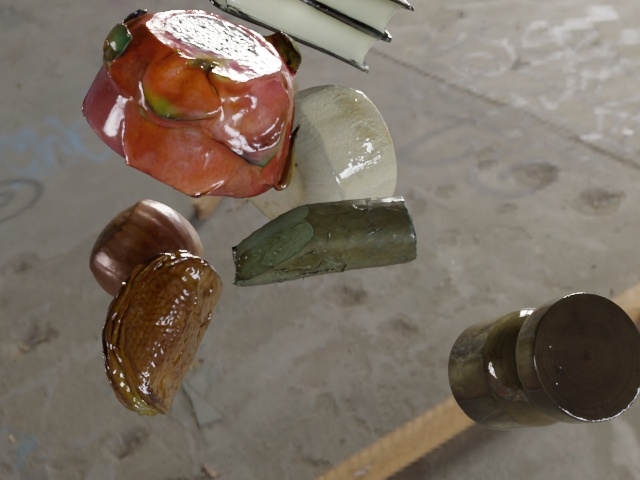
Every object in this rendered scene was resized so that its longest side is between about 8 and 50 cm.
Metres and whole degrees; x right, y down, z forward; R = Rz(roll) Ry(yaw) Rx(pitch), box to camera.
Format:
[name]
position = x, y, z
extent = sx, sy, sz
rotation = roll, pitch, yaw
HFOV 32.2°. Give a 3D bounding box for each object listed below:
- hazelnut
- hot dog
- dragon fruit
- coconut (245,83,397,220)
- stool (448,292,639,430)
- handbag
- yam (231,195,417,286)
[hazelnut]
position = -0.325, 0.029, 2.108
extent = 0.214, 0.176, 0.214
rotation = -3, 59, 5
[hot dog]
position = -0.261, 0.152, 1.788
extent = 0.122, 0.196, 0.272
rotation = 9, 63, 26
[dragon fruit]
position = -0.153, -0.190, 1.399
extent = 0.291, 0.189, 0.290
rotation = 19, 23, -8
[coconut]
position = 0.004, -0.139, 1.830
extent = 0.247, 0.245, 0.245
rotation = -24, 36, -38
[stool]
position = 0.321, 0.183, 1.615
extent = 0.179, 0.179, 0.264
rotation = -29, 0, -23
[handbag]
position = -0.055, -0.424, 1.779
extent = 0.358, 0.160, 0.236
rotation = 15, 33, -45
[yam]
position = 0.000, 0.000, 1.537
extent = 0.259, 0.106, 0.106
rotation = -8, 36, 1
